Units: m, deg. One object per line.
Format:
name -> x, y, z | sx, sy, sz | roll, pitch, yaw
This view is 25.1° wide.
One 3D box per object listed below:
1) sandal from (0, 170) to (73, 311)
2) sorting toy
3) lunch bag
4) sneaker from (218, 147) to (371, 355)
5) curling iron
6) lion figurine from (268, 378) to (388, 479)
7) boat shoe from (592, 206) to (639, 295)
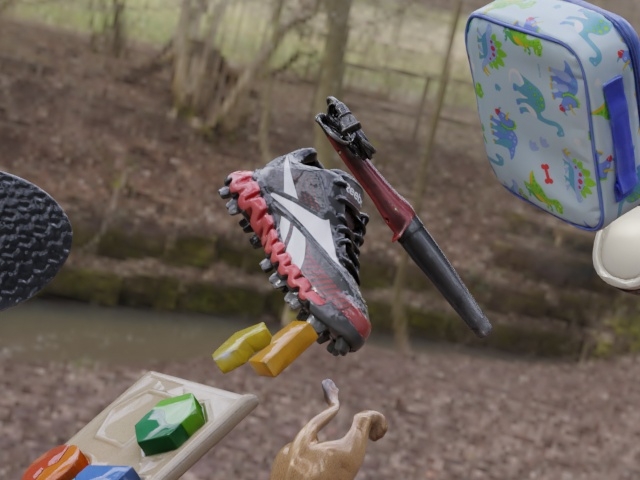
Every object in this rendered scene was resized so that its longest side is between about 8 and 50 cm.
sandal -> -0.484, 0.041, 1.559 | 0.446, 0.167, 0.107 | -23, 7, -31
sorting toy -> -0.155, 0.165, 1.334 | 0.307, 0.041, 0.229 | -41, 21, -26
lunch bag -> 0.232, -0.125, 1.376 | 0.090, 0.219, 0.176 | -31, 35, -22
sneaker -> 0.000, 0.000, 1.497 | 0.276, 0.135, 0.097 | 58, -1, 43
curling iron -> 0.077, -0.018, 1.368 | 0.274, 0.035, 0.068 | 56, 0, -7
lion figurine -> -0.007, 0.342, 1.593 | 0.142, 0.392, 0.240 | -15, -14, 22
boat shoe -> 0.430, -0.087, 1.755 | 0.117, 0.324, 0.097 | 20, -3, 31
